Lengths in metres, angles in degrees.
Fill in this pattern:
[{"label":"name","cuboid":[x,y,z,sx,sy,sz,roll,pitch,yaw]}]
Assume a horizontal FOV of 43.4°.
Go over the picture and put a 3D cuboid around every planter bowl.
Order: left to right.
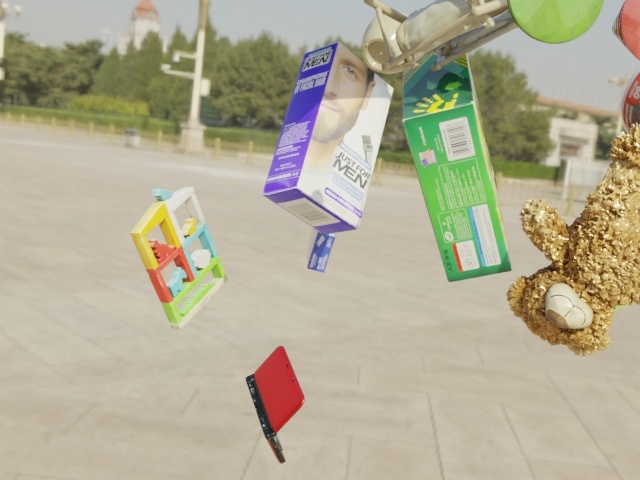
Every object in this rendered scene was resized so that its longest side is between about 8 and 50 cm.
[{"label":"planter bowl","cuboid":[0.174,-0.503,2.105,0.162,0.162,0.109,10,39,25]}]

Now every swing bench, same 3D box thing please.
[{"label":"swing bench","cuboid":[0.275,-0.460,1.629,0.255,0.165,0.253,-7,-11,-43]}]

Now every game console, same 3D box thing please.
[{"label":"game console","cuboid":[-0.065,0.273,1.341,0.085,0.124,0.144,-23,38,-4]}]

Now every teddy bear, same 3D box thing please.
[{"label":"teddy bear","cuboid":[0.396,0.010,1.090,0.245,0.338,0.113,46,17,-14]}]

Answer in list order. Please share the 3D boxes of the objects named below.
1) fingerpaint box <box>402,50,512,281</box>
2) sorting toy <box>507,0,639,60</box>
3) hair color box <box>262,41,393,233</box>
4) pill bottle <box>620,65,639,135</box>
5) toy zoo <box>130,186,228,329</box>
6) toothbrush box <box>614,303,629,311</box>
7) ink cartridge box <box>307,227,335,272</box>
[{"label":"fingerpaint box","cuboid":[0.315,-0.192,1.890,0.163,0.444,0.371,-12,34,14]},{"label":"sorting toy","cuboid":[0.311,-0.314,1.062,0.366,0.127,0.126,11,7,-9]},{"label":"hair color box","cuboid":[0.022,-0.204,1.625,0.110,0.338,0.185,-9,-31,44]},{"label":"pill bottle","cuboid":[0.690,-0.184,1.359,0.210,0.210,0.363,4,29,-16]},{"label":"toy zoo","cuboid":[-0.306,0.018,1.735,0.030,0.293,0.192,2,34,32]},{"label":"toothbrush box","cuboid":[0.691,0.083,1.838,0.283,0.122,0.206,-35,-12,36]},{"label":"ink cartridge box","cuboid":[0.000,0.000,1.994,0.046,0.097,0.207,15,15,-5]}]
